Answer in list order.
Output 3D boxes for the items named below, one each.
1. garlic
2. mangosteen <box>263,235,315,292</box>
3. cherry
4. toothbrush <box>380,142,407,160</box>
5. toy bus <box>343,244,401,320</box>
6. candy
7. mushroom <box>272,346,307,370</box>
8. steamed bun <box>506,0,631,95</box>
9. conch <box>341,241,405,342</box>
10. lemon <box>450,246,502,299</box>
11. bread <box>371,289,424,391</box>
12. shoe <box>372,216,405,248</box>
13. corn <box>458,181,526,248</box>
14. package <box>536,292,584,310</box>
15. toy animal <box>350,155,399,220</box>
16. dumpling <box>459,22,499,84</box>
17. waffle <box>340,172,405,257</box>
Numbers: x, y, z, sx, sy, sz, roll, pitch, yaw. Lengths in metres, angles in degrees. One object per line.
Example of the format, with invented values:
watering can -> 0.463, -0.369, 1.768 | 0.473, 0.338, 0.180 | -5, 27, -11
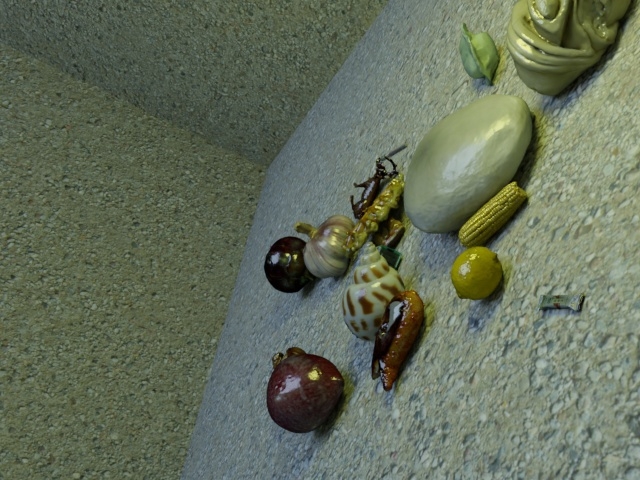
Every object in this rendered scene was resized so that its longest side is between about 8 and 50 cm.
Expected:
garlic -> 0.000, 0.000, 2.346 | 0.245, 0.253, 0.245 | -43, 31, 35
mangosteen -> -0.090, 0.108, 2.594 | 0.289, 0.231, 0.231 | 17, 81, 34
cherry -> -0.047, 0.452, 1.956 | 0.300, 0.203, 0.230 | -32, 33, 38
toothbrush -> 0.264, -0.322, 2.375 | 0.194, 0.014, 0.017 | -20, 47, 67
toy bus -> 0.155, 0.144, 1.958 | 0.261, 0.091, 0.109 | -65, 10, -5
candy -> 0.365, -0.212, 1.662 | 0.427, 0.186, 0.386 | -32, 33, 55
mushroom -> -0.094, 0.475, 2.202 | 0.231, 0.138, 0.194 | 116, 153, -48
steamed bun -> 0.537, -0.509, 1.487 | 0.289, 0.203, 0.276 | -53, 22, 38
conch -> 0.145, 0.148, 1.815 | 0.149, 0.183, 0.274 | 40, -129, -73
lemon -> 0.344, 0.074, 1.442 | 0.133, 0.109, 0.109 | -55, 19, 18
bread -> 0.199, 0.253, 1.687 | 0.139, 0.095, 0.268 | -136, 57, -74
shoe -> 0.214, -0.020, 2.031 | 0.069, 0.072, 0.109 | 53, 131, 27
corn -> 0.399, -0.054, 1.523 | 0.206, 0.067, 0.067 | -50, 23, 34
package -> 0.450, 0.116, 1.226 | 0.037, 0.015, 0.110 | -65, 18, -16
toy animal -> 0.188, -0.182, 2.344 | 0.260, 0.087, 0.243 | -153, 74, -72
dumpling -> 0.466, -0.554, 1.894 | 0.152, 0.108, 0.219 | 78, 176, -59
waffle -> 0.169, -0.075, 2.113 | 0.302, 0.068, 0.325 | -50, 1, 46
